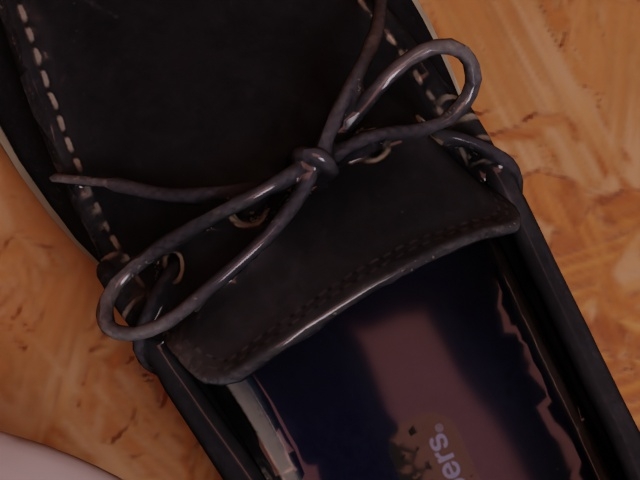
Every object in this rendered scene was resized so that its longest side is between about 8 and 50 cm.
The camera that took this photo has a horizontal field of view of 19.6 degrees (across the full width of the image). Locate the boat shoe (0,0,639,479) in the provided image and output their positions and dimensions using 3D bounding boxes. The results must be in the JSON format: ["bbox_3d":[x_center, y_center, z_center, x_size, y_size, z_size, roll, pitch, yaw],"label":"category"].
[{"bbox_3d":[0.000,0.000,0.732,0.187,0.156,0.500,-28,86,-8],"label":"boat shoe"}]

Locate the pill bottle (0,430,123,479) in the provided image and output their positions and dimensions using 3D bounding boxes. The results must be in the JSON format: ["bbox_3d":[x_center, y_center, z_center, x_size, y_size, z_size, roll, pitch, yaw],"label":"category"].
[{"bbox_3d":[-0.158,0.266,0.555,0.224,0.224,0.392,16,46,-6],"label":"pill bottle"}]
